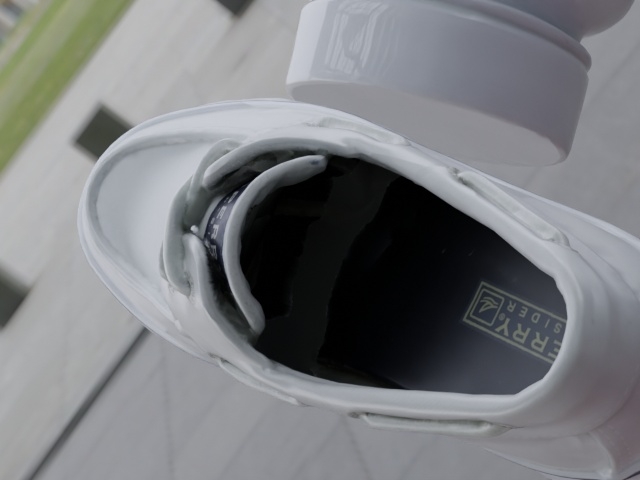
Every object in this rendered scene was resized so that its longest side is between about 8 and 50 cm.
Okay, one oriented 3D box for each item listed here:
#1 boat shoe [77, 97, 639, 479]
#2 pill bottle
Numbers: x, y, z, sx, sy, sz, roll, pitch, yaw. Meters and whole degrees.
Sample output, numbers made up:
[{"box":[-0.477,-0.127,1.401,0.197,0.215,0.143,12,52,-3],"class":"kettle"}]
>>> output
[{"box":[0.000,0.000,0.509,0.258,0.084,0.095,12,82,45],"class":"boat shoe"},{"box":[0.082,-0.187,0.820,0.160,0.160,0.283,173,113,-73],"class":"pill bottle"}]
